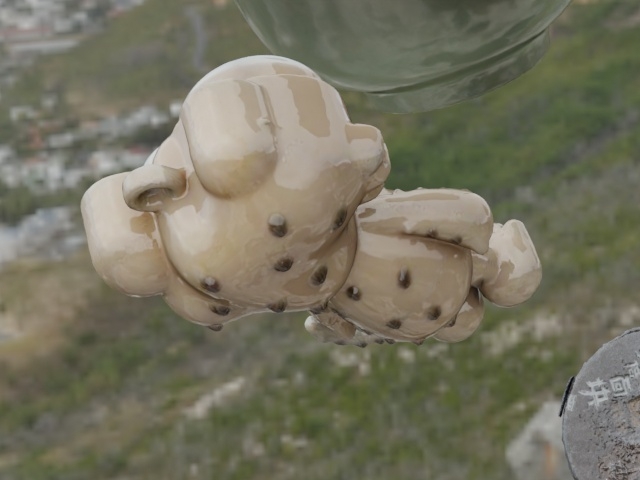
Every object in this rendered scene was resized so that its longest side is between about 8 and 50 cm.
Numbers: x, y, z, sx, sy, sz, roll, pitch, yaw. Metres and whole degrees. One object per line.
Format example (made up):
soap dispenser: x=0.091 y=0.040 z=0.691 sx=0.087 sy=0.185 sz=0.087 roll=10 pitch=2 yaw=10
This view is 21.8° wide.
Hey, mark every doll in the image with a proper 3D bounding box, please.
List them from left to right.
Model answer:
doll: x=0.002 y=-0.001 z=0.888 sx=0.154 sy=0.119 sz=0.278 roll=-30 pitch=-33 yaw=25

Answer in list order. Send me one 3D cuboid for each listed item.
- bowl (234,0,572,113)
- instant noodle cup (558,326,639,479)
bowl: x=0.095 y=-0.231 z=1.476 sx=0.353 sy=0.185 sz=0.354 roll=-19 pitch=21 yaw=7
instant noodle cup: x=0.383 y=0.200 z=1.757 sx=0.217 sy=0.217 sz=0.207 roll=2 pitch=-5 yaw=23
